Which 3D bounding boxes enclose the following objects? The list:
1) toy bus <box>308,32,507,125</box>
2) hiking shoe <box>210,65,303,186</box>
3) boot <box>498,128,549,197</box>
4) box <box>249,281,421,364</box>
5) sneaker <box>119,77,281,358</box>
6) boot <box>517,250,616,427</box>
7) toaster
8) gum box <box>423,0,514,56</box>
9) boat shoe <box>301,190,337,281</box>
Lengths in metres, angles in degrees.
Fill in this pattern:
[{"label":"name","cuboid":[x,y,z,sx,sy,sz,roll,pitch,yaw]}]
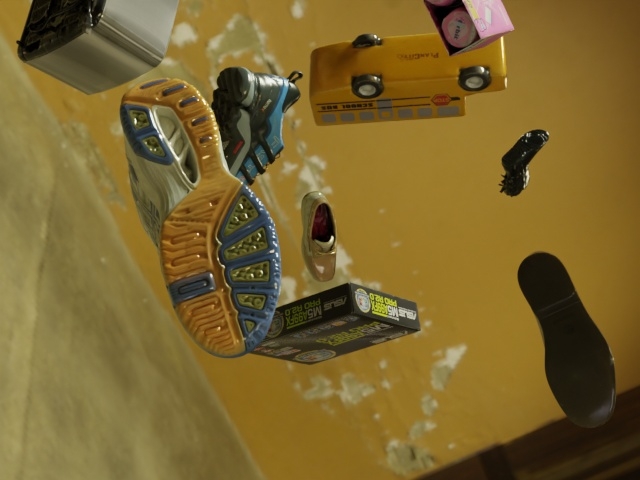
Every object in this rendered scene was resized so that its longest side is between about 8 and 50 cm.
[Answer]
[{"label":"toy bus","cuboid":[0.148,-0.277,1.686,0.130,0.332,0.108,74,15,-58]},{"label":"hiking shoe","cuboid":[-0.118,-0.127,1.562,0.113,0.132,0.304,55,-46,42]},{"label":"boot","cuboid":[0.390,-0.145,1.884,0.045,0.121,0.099,38,-20,35]},{"label":"box","cuboid":[0.014,0.158,1.809,0.216,0.270,0.060,21,56,-50]},{"label":"sneaker","cuboid":[-0.116,-0.012,0.956,0.131,0.111,0.297,107,-33,-59]},{"label":"boot","cuboid":[0.416,0.159,1.645,0.115,0.112,0.305,-20,90,-77]},{"label":"toaster","cuboid":[-0.256,-0.268,1.138,0.110,0.168,0.186,29,61,-40]},{"label":"gum box","cuboid":[0.197,-0.373,1.438,0.107,0.062,0.188,-25,89,-49]},{"label":"boat shoe","cuboid":[0.000,0.000,1.391,0.045,0.050,0.135,-142,-141,-64]}]
